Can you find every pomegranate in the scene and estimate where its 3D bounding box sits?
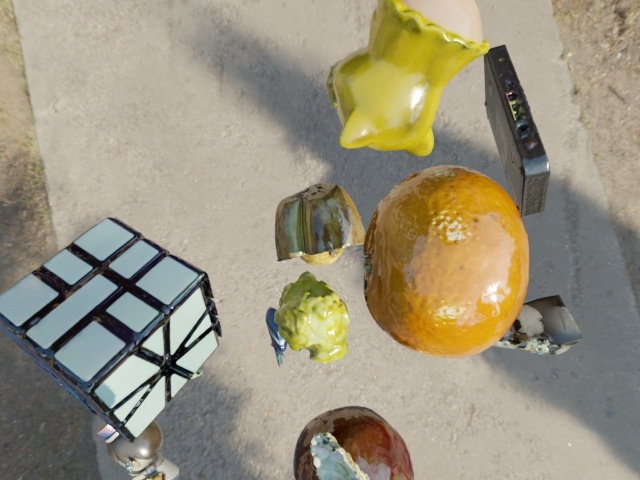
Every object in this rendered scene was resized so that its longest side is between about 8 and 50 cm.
[{"bbox_3d":[0.000,0.000,1.831,0.216,0.215,0.215,0,86,2],"label":"pomegranate"}]

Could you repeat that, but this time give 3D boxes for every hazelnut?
[{"bbox_3d":[0.120,0.736,1.450,0.421,0.421,0.352,42,77,4],"label":"hazelnut"}]

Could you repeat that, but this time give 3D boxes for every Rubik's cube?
[{"bbox_3d":[-0.403,0.172,0.903,0.284,0.288,0.293,25,51,18],"label":"Rubik's cube"}]

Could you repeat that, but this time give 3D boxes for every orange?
[{"bbox_3d":[0.257,0.045,0.999,0.327,0.424,0.423,1,86,1],"label":"orange"}]

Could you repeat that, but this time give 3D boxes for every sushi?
[{"bbox_3d":[0.533,0.250,1.212,0.273,0.109,0.134,-12,51,8],"label":"sushi"}]

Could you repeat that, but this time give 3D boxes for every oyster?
[{"bbox_3d":[0.054,0.468,0.895,0.072,0.133,0.209,-24,71,-42],"label":"oyster"}]

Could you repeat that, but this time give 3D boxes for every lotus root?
[{"bbox_3d":[-0.023,-0.054,1.487,0.317,0.316,0.249,-14,99,1],"label":"lotus root"}]

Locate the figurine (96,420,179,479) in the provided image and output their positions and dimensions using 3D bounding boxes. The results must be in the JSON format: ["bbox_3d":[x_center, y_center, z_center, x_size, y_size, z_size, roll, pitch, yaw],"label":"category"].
[{"bbox_3d":[-0.514,0.598,1.259,0.158,0.161,0.275,-25,90,-1],"label":"figurine"}]

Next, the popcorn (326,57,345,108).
[{"bbox_3d":[0.162,-0.650,1.910,0.336,0.279,0.274,-10,112,41],"label":"popcorn"}]

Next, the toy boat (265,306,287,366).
[{"bbox_3d":[-0.167,0.404,1.787,0.071,0.210,0.291,-11,108,-11],"label":"toy boat"}]

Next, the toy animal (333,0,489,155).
[{"bbox_3d":[0.108,-0.207,0.518,0.156,0.156,0.229,25,121,3],"label":"toy animal"}]

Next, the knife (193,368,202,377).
[{"bbox_3d":[-0.403,0.358,1.150,0.020,0.293,0.043,-23,71,23],"label":"knife"}]

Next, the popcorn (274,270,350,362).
[{"bbox_3d":[-0.025,0.232,1.384,0.235,0.250,0.241,-2,113,-19],"label":"popcorn"}]

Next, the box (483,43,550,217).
[{"bbox_3d":[0.424,-0.241,0.993,0.058,0.211,0.349,-12,60,17],"label":"box"}]
